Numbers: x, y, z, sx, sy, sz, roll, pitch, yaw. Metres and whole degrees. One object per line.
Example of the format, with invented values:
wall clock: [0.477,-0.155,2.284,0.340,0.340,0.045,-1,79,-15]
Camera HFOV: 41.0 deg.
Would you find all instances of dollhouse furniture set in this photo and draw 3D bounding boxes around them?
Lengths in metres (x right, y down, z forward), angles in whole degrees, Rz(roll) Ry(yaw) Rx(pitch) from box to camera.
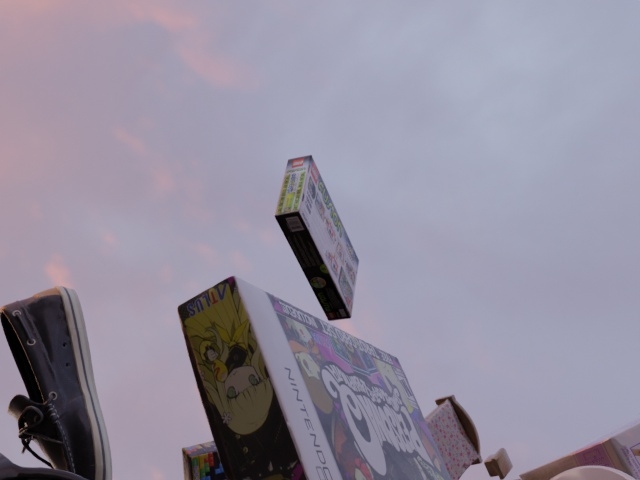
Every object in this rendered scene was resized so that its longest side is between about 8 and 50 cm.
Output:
dollhouse furniture set: [0.297,0.373,1.534,0.173,0.303,0.356,-24,-89,38]

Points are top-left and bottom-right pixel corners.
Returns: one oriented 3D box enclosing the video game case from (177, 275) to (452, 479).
video game case: [0.027,0.142,0.461,0.041,0.232,0.210,-30,-118,14]

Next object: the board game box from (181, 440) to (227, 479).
board game box: [-0.147,0.407,1.388,0.048,0.141,0.170,15,-70,61]

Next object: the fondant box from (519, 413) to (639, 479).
fondant box: [0.498,0.306,1.278,0.096,0.330,0.238,63,-29,17]

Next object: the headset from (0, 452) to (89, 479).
headset: [-0.189,0.277,0.520,0.394,0.185,0.244,9,-68,42]

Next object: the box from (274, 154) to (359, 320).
box: [0.000,0.000,1.158,0.036,0.114,0.207,-9,-48,19]

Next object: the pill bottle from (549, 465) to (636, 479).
pill bottle: [0.307,0.321,0.774,0.160,0.160,0.283,-14,-43,42]

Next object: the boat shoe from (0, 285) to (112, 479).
boat shoe: [-0.488,0.322,1.570,0.187,0.155,0.501,-47,-126,53]
